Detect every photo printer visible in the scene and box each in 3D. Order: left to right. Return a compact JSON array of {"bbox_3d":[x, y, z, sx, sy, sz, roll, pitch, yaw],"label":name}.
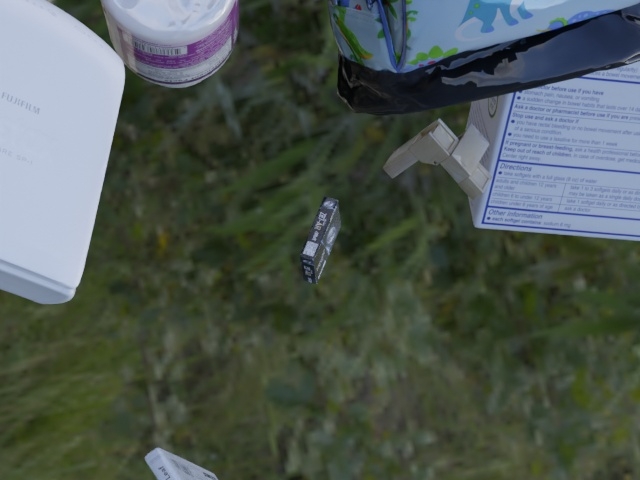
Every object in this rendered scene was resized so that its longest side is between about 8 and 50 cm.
[{"bbox_3d":[-0.337,-0.116,1.706,0.256,0.107,0.308,24,65,-33],"label":"photo printer"}]

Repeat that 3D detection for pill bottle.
[{"bbox_3d":[-0.185,-0.289,2.053,0.301,0.169,0.169,108,-29,-80],"label":"pill bottle"}]

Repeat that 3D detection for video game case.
[{"bbox_3d":[-0.100,0.318,1.765,0.193,0.023,0.212,53,0,20],"label":"video game case"}]

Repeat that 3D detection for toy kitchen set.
[{"bbox_3d":[0.127,-0.080,1.707,0.083,0.075,0.068,47,40,-10],"label":"toy kitchen set"}]

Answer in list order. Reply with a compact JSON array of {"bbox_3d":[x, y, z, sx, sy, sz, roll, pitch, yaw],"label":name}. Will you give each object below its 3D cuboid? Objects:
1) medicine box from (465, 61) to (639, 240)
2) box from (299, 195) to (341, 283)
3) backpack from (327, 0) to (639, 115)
[{"bbox_3d":[0.313,-0.157,1.811,0.149,0.263,0.289,-96,-166,-55],"label":"medicine box"},{"bbox_3d":[0.000,0.000,1.921,0.067,0.018,0.083,83,27,-62],"label":"box"},{"bbox_3d":[0.122,-0.285,1.208,0.273,0.290,0.356,-125,-157,-77],"label":"backpack"}]
